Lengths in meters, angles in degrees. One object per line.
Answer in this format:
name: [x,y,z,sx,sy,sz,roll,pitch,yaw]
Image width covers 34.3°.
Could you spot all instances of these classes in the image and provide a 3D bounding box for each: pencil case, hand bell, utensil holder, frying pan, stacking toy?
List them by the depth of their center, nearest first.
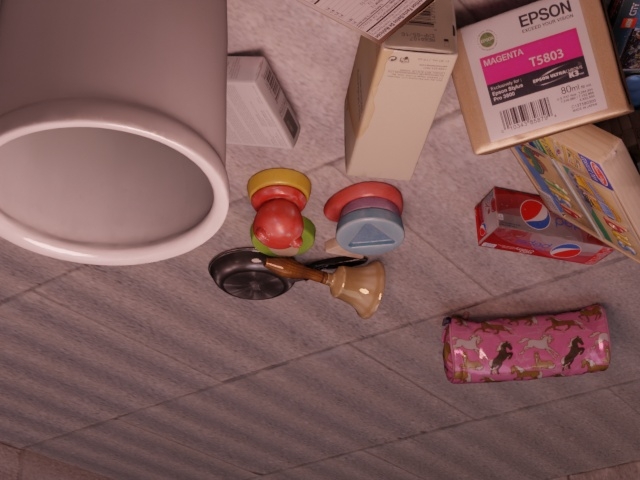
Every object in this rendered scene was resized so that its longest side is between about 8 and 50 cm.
utensil holder: [-0.281,-0.212,1.375,0.327,0.385,0.327,-2,150,-1]
stacking toy: [0.000,0.000,1.994,0.309,0.130,0.279,5,148,-10]
hand bell: [-0.003,0.075,2.106,0.242,0.126,0.126,14,146,-21]
frying pan: [-0.078,0.083,2.217,0.326,0.053,0.197,7,149,-9]
pencil case: [0.473,0.238,2.380,0.386,0.167,0.160,-4,171,3]

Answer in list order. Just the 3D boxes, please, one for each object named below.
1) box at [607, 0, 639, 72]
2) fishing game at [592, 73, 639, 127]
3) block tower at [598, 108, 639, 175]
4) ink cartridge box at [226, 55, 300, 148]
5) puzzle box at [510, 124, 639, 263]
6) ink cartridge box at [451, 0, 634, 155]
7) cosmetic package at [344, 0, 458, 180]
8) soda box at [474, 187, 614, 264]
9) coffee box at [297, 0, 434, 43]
box: [0.509,-0.338,1.531,0.159,0.044,0.233,-1,149,-1]
fishing game: [0.512,-0.234,1.716,0.264,0.041,0.189,-3,157,-10]
block tower: [0.623,-0.188,1.693,0.335,0.097,0.091,-19,157,22]
ink cartridge box: [-0.170,-0.228,1.701,0.232,0.066,0.189,9,155,24]
puzzle box: [0.438,-0.102,1.740,0.052,0.272,0.409,-50,139,-3]
ink cartridge box: [0.318,-0.247,1.519,0.235,0.193,0.088,-16,-179,23]
cosmetic package: [0.114,-0.242,1.565,0.113,0.160,0.309,4,148,-8]
soda box: [0.435,-0.025,2.008,0.263,0.092,0.083,10,149,-18]
coffee box: [-0.002,-0.393,1.295,0.297,0.168,0.119,20,143,-33]
